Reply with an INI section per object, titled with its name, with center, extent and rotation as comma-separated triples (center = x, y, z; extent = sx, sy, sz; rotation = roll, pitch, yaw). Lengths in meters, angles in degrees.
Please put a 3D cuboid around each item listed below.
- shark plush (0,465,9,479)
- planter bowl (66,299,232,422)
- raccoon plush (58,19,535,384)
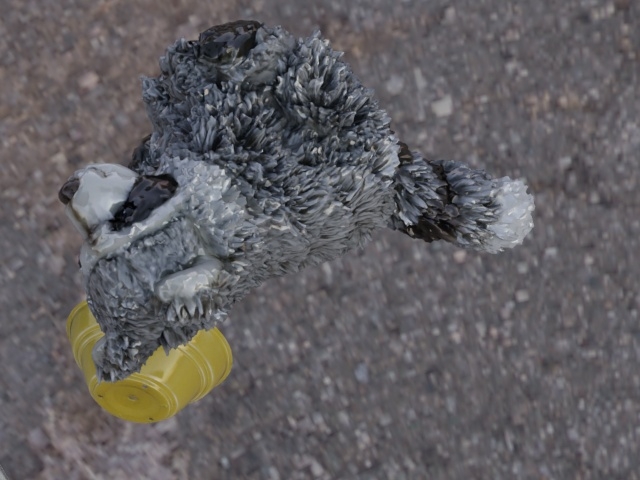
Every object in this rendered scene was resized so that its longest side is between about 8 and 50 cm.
[shark plush]
center = -0.238, 0.171, 0.980
extent = 0.067, 0.161, 0.073
rotation = -32, 12, -9
[planter bowl]
center = -0.226, 0.166, 1.862
extent = 0.217, 0.217, 0.090
rotation = 1, 49, 15
[raccoon plush]
center = 0.000, 0.000, 1.258
extent = 0.446, 0.216, 0.299
rotation = 11, 52, -11
